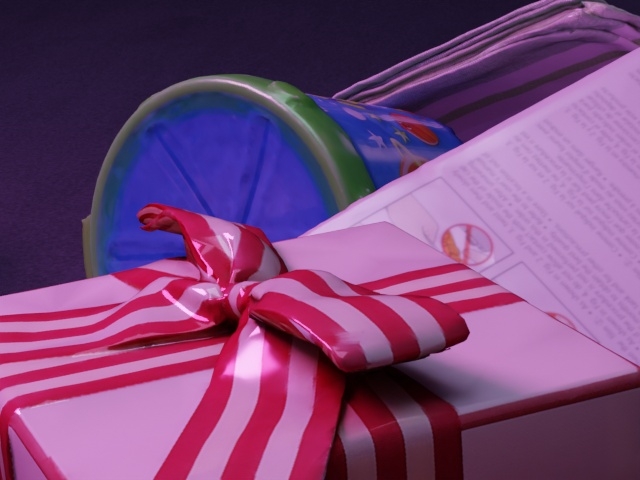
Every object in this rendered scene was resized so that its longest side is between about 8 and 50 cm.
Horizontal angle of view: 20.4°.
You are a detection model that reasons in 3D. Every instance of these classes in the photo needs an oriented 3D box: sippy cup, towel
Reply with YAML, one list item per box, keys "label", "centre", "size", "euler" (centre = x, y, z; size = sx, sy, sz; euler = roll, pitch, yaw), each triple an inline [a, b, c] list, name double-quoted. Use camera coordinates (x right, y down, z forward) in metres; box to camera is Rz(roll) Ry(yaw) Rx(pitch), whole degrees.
- label: "sippy cup"
  centre: [0.000, 0.000, 1.214]
  size: [0.305, 0.240, 0.224]
  euler: [39, 27, 27]
- label: "towel"
  centre: [0.207, -0.085, 1.330]
  size: [0.325, 0.038, 0.248]
  euler: [18, -27, -39]

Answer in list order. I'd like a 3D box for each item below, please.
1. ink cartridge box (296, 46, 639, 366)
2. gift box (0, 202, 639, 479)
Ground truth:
- label: "ink cartridge box"
  centre: [0.190, 0.059, 0.998]
  size: [0.385, 0.091, 0.308]
  euler: [-30, 62, -24]
- label: "gift box"
  centre: [-0.030, 0.132, 0.719]
  size: [0.276, 0.258, 0.255]
  euler: [-12, 19, -27]
